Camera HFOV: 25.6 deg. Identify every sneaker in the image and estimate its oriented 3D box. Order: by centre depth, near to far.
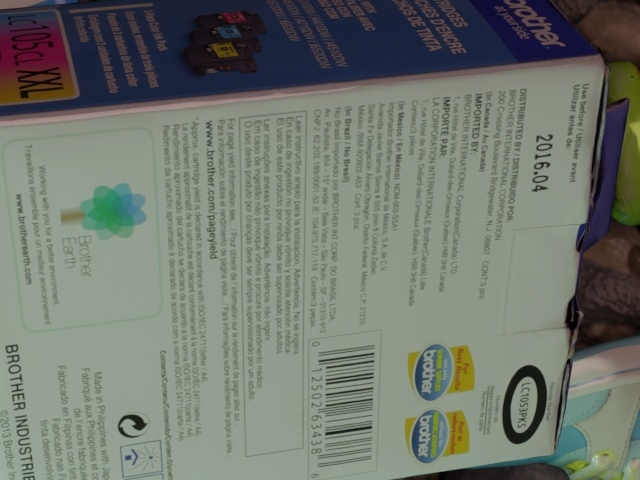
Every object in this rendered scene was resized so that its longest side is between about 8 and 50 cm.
[{"bbox_3d":[0.239,0.166,0.952,0.319,0.127,0.208,-10,81,-7],"label":"sneaker"}]

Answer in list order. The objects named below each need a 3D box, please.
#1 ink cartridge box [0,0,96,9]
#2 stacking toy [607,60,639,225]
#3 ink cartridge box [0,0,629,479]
[{"bbox_3d":[-0.266,-0.158,0.922,0.232,0.168,0.171,10,81,-4],"label":"ink cartridge box"},{"bbox_3d":[0.218,-0.070,0.985,0.301,0.175,0.166,-4,79,5],"label":"stacking toy"},{"bbox_3d":[0.000,0.000,0.795,0.395,0.151,0.270,-6,124,-11],"label":"ink cartridge box"}]
